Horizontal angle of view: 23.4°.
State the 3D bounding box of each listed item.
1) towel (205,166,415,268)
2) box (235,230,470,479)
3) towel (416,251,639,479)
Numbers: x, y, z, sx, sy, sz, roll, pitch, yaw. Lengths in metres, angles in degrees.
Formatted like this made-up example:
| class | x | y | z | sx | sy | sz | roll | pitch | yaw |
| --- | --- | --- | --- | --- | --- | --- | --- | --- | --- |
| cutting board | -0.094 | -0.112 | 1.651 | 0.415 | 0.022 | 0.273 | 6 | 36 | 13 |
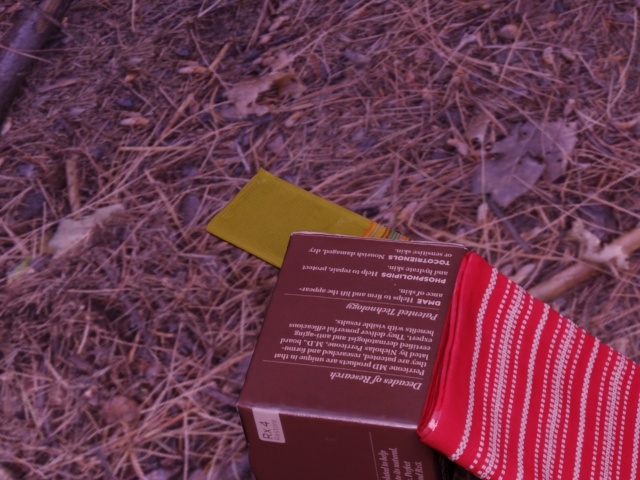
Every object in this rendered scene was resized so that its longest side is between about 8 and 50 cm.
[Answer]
| class | x | y | z | sx | sy | sz | roll | pitch | yaw |
| --- | --- | --- | --- | --- | --- | --- | --- | --- | --- |
| towel | 0.000 | 0.000 | 1.590 | 0.237 | 0.021 | 0.102 | 26 | 56 | 29 |
| box | 0.040 | 0.124 | 1.368 | 0.167 | 0.168 | 0.203 | 5 | 49 | 13 |
| towel | 0.207 | 0.147 | 1.299 | 0.274 | 0.031 | 0.199 | 32 | 49 | -17 |
